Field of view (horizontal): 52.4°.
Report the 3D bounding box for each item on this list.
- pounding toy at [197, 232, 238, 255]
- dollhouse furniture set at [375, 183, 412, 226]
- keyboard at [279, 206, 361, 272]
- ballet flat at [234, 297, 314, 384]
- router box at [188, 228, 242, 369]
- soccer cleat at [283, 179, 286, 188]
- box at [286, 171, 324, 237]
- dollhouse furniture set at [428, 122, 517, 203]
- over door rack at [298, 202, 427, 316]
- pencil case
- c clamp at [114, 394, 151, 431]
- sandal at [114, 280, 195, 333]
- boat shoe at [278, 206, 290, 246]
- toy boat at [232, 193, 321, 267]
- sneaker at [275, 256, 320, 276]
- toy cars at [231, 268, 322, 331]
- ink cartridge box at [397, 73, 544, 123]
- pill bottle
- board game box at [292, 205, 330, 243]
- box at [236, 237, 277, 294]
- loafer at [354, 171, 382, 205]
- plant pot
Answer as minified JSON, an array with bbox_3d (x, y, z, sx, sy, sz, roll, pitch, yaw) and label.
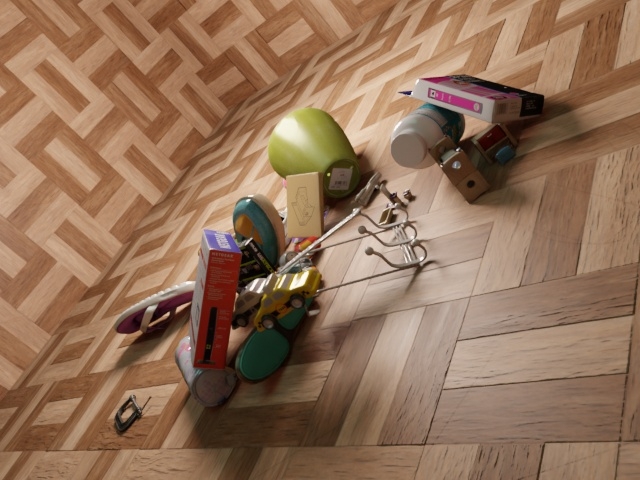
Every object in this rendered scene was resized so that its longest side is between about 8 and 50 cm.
[{"bbox_3d":[-0.391,0.033,2.413,0.183,0.110,0.237,-40,24,6],"label":"pounding toy"},{"bbox_3d":[0.183,-0.104,1.766,0.091,0.081,0.114,-23,30,39],"label":"dollhouse furniture set"},{"bbox_3d":[0.000,0.000,1.632,0.256,0.014,0.072,-38,-1,17],"label":"keyboard"},{"bbox_3d":[-0.129,0.239,1.661,0.124,0.116,0.342,-37,18,49],"label":"ballet flat"},{"bbox_3d":[-0.287,0.144,1.730,0.335,0.082,0.301,-142,60,-74],"label":"router box"},{"bbox_3d":[-0.076,-0.274,2.495,0.248,0.083,0.095,-65,2,-31],"label":"soccer cleat"},{"bbox_3d":[-0.049,-0.108,2.035,0.164,0.021,0.201,-1,90,49],"label":"box"},{"bbox_3d":[0.381,-0.213,1.574,0.184,0.129,0.129,-38,24,11],"label":"dollhouse furniture set"},{"bbox_3d":[0.082,0.028,1.606,0.324,0.108,0.239,-26,25,8],"label":"over door rack"},{"bbox_3d":[-0.317,0.344,1.764,0.124,0.113,0.273,-35,22,-14],"label":"pencil case"},{"bbox_3d":[-0.582,0.522,2.007,0.137,0.022,0.161,-56,27,-15],"label":"c clamp"},{"bbox_3d":[-0.581,0.266,2.319,0.416,0.169,0.102,-31,66,26],"label":"sandal"},{"bbox_3d":[-0.121,-0.066,2.192,0.083,0.076,0.226,-31,26,26],"label":"boat shoe"},{"bbox_3d":[-0.155,-0.001,1.972,0.318,0.267,0.148,23,47,34],"label":"toy boat"},{"bbox_3d":[-0.105,0.118,1.821,0.215,0.084,0.083,-31,59,6],"label":"sneaker"},{"bbox_3d":[-0.133,0.131,1.573,0.176,0.087,0.394,-47,13,-21],"label":"toy cars"},{"bbox_3d":[0.385,-0.386,1.715,0.176,0.069,0.371,-13,27,-30],"label":"ink cartridge box"},{"bbox_3d":[0.281,-0.280,1.740,0.146,0.146,0.264,-23,12,39],"label":"pill bottle"},{"bbox_3d":[-0.042,-0.063,2.114,0.133,0.033,0.168,-22,30,39],"label":"board game box"},{"bbox_3d":[-0.216,0.092,1.934,0.191,0.184,0.045,-19,22,45],"label":"box"},{"bbox_3d":[0.153,-0.153,1.964,0.125,0.039,0.045,-50,-9,-23],"label":"loafer"},{"bbox_3d":[0.008,-0.260,2.139,0.275,0.275,0.293,-43,39,1],"label":"plant pot"}]
